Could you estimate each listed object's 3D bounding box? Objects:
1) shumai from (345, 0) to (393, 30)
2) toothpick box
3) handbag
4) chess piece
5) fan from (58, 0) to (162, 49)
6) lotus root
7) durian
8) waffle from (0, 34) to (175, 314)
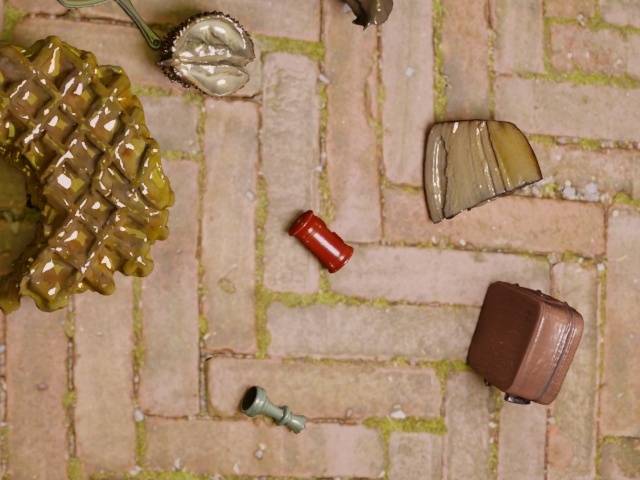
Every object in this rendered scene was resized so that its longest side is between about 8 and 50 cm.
[{"bbox_3d":[0.023,-0.356,1.686,0.206,0.166,0.175,-37,126,-12],"label":"shumai"},{"bbox_3d":[0.000,0.000,1.739,0.083,0.047,0.047,43,80,-15],"label":"toothpick box"},{"bbox_3d":[0.270,0.139,1.760,0.072,0.193,0.151,18,92,-17],"label":"handbag"},{"bbox_3d":[-0.057,0.228,1.741,0.093,0.042,0.042,30,84,-25],"label":"chess piece"},{"bbox_3d":[-0.269,-0.329,1.650,0.132,0.009,0.220,-40,103,-9],"label":"fan"},{"bbox_3d":[0.222,-0.103,1.790,0.159,0.095,0.135,-10,92,23],"label":"lotus root"},{"bbox_3d":[-0.156,-0.232,1.660,0.140,0.071,0.110,-13,103,-33],"label":"durian"},{"bbox_3d":[-0.323,-0.085,1.576,0.261,0.151,0.324,-31,106,-19],"label":"waffle"}]
